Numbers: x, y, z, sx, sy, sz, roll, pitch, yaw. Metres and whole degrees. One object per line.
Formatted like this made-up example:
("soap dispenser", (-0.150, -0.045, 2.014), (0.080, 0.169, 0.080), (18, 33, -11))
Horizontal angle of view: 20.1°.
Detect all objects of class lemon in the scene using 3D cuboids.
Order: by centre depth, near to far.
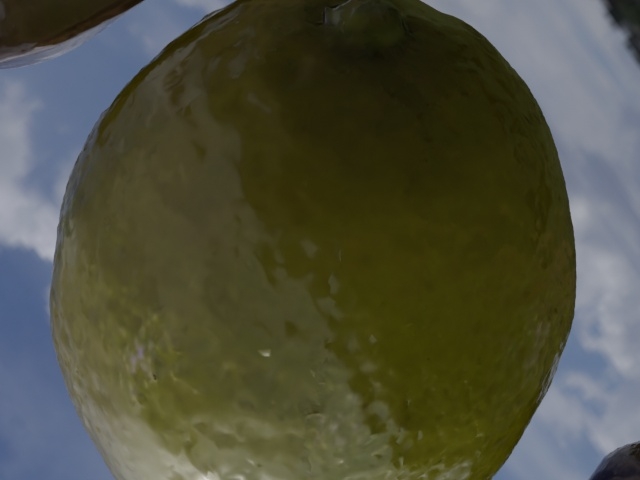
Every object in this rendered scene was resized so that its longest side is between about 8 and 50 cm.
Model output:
("lemon", (0.000, 0.000, 1.138), (0.364, 0.364, 0.364), (47, -161, -22))

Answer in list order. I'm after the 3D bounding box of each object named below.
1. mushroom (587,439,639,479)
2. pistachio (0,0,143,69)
("mushroom", (0.315, 0.288, 1.530), (0.153, 0.253, 0.253), (-10, -115, -55))
("pistachio", (-0.183, -0.211, 1.275), (0.163, 0.261, 0.212), (63, -168, -55))
